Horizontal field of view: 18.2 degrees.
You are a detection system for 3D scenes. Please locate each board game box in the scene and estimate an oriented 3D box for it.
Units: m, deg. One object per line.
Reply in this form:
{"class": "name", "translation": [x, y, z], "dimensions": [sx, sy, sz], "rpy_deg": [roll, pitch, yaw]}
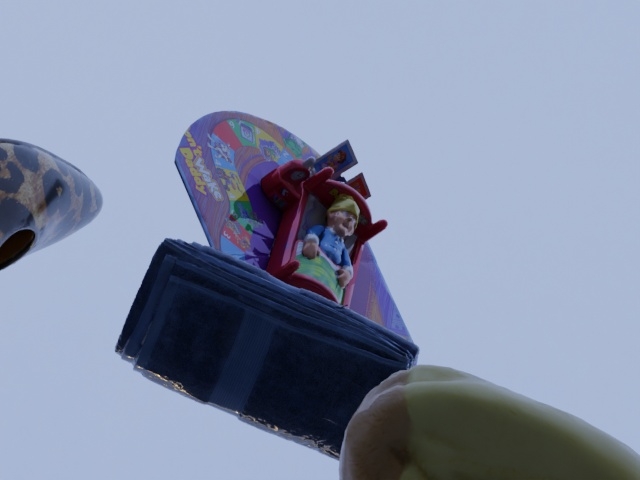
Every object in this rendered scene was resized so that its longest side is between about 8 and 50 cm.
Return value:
{"class": "board game box", "translation": [0.000, 0.000, 0.971], "dimensions": [0.033, 0.133, 0.168], "rpy_deg": [-36, -112, 30]}

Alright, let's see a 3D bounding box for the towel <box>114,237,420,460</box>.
{"class": "towel", "translation": [-0.023, 0.048, 0.839], "dimensions": [0.119, 0.029, 0.067], "rpy_deg": [24, -65, -3]}

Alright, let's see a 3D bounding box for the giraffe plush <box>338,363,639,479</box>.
{"class": "giraffe plush", "translation": [0.066, 0.124, 0.586], "dimensions": [0.210, 0.170, 0.181], "rpy_deg": [-29, -99, -9]}

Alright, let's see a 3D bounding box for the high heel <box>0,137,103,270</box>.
{"class": "high heel", "translation": [-0.156, 0.054, 0.865], "dimensions": [0.093, 0.261, 0.186], "rpy_deg": [-39, -104, 34]}
